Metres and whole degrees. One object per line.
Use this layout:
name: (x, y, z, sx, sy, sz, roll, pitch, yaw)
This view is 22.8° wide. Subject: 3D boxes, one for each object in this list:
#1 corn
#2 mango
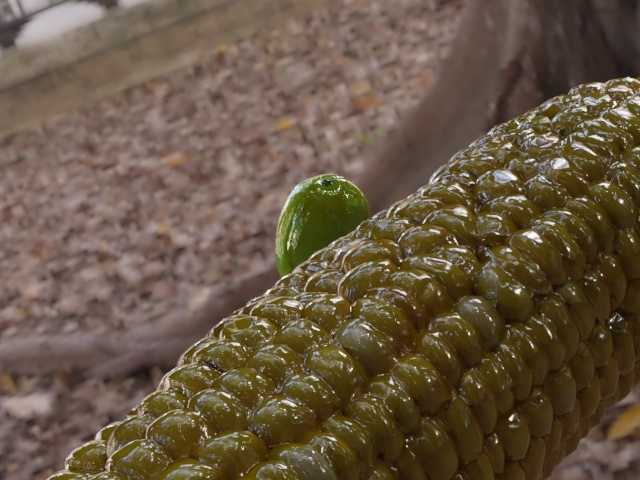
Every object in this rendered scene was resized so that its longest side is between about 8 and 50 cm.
corn: (0.028, 0.041, 0.459, 0.102, 0.102, 0.313, -4, 26, 47)
mango: (0.000, 0.000, 1.271, 0.073, 0.108, 0.056, 3, 10, -18)
